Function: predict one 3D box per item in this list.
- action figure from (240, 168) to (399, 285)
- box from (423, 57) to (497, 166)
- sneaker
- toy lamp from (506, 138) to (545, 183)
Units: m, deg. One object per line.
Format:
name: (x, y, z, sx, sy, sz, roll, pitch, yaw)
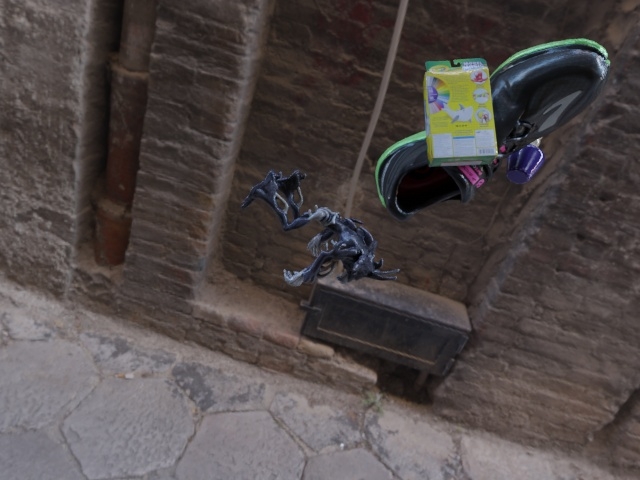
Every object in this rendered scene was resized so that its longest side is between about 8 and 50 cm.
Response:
action figure: (0.000, 0.000, 0.767, 0.276, 0.141, 0.164, 42, 26, 4)
box: (0.226, -0.213, 0.719, 0.105, 0.179, 0.043, -1, -10, 4)
sneaker: (0.317, -0.178, 0.851, 0.185, 0.483, 0.202, 34, 42, -26)
toy lamp: (0.493, -0.245, 0.991, 0.080, 0.080, 0.274, 27, 68, 17)
